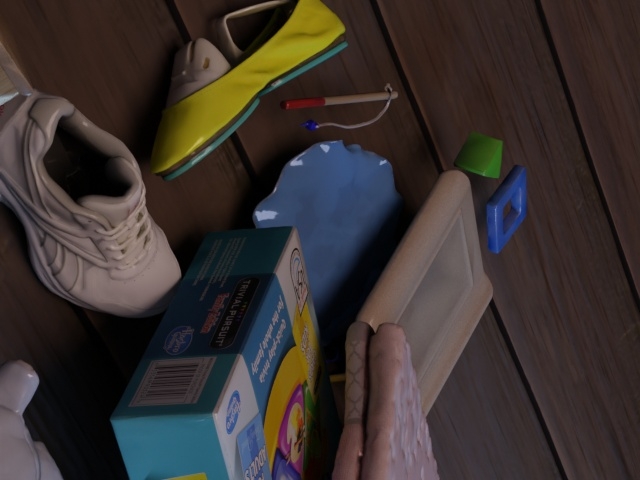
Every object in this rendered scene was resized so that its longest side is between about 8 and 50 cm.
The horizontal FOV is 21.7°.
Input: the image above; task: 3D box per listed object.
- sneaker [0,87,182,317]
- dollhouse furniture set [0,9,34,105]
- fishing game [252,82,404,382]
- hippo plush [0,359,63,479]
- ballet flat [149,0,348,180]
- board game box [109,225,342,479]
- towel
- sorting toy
[{"bbox_3d":[-0.158,-0.018,1.172,0.232,0.115,0.090,51,61,-39],"label":"sneaker"},{"bbox_3d":[-0.294,-0.137,1.072,0.151,0.123,0.144,-30,124,0],"label":"dollhouse furniture set"},{"bbox_3d":[0.000,0.000,1.405,0.189,0.041,0.264,-11,113,-44],"label":"fishing game"},{"bbox_3d":[-0.243,0.219,1.059,0.234,0.237,0.294,-29,147,-4],"label":"hippo plush"},{"bbox_3d":[-0.069,-0.131,1.294,0.231,0.077,0.077,-41,104,-38],"label":"ballet flat"},{"bbox_3d":[-0.046,0.197,1.261,0.254,0.079,0.336,-68,150,-58],"label":"board game box"},{"bbox_3d":[0.048,0.277,1.324,0.332,0.053,0.317,74,20,-52],"label":"towel"},{"bbox_3d":[0.084,0.055,1.475,0.348,0.047,0.196,-59,152,-23],"label":"sorting toy"}]
